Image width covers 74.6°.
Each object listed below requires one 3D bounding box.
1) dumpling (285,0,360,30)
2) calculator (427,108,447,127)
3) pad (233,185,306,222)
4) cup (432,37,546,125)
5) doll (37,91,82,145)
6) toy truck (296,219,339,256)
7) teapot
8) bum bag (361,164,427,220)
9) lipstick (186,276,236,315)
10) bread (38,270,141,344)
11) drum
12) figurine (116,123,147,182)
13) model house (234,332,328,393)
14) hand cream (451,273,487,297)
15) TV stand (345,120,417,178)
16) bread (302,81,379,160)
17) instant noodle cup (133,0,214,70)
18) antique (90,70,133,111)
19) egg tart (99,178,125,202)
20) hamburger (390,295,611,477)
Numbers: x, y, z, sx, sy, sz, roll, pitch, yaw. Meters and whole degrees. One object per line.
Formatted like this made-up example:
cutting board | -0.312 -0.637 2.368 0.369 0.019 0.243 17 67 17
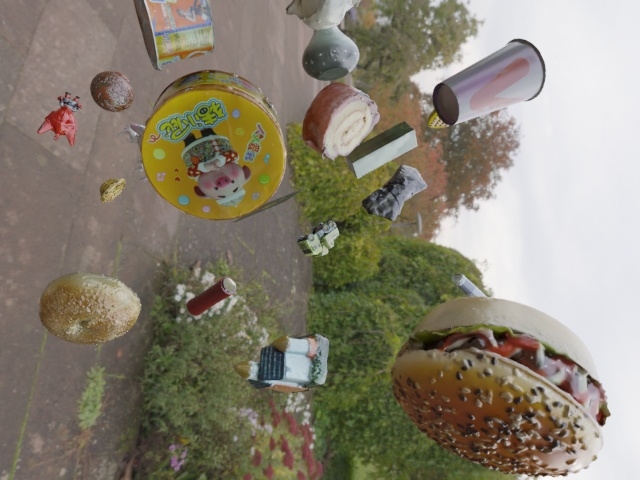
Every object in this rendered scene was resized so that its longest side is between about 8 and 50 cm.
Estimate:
dumpling | 0.015 -0.508 0.902 0.127 0.188 0.108 -10 98 -41
calculator | 0.503 -0.503 1.630 0.235 0.146 0.032 131 -47 -68
pad | -0.220 -0.163 2.080 0.375 0.315 0.063 -29 92 -39
cup | 0.505 -0.470 1.293 0.203 0.288 0.203 62 -10 20
doll | -0.859 -0.413 1.408 0.057 0.109 0.169 9 -100 61
toy truck | 0.000 0.000 1.754 0.191 0.085 0.116 -36 105 -38
teapot | 0.019 -0.647 1.328 0.183 0.183 0.251 -13 93 -78
bum bag | 0.311 -0.195 1.709 0.340 0.144 0.095 -41 163 -32
lipstick | -0.440 0.227 1.689 0.080 0.241 0.080 37 36 -34
bread | -0.747 0.230 1.353 0.159 0.305 0.305 -96 172 -46
drum | -0.314 -0.287 1.280 0.214 0.431 0.431 -107 -177 -55
figurine | -0.533 -0.325 1.462 0.284 0.315 0.206 -172 -106 -70
model house | -0.150 0.405 1.400 0.291 0.253 0.184 16 61 -36
hand cream | 0.639 0.222 1.756 0.255 0.079 0.048 38 63 -28
TV stand | 0.234 -0.351 1.621 0.083 0.269 0.088 60 -3 42
bread | 0.051 -0.368 1.316 0.244 0.123 0.190 -50 140 -4
instant noodle cup | -0.509 -0.766 1.468 0.296 0.214 0.296 51 -30 44
antique | -0.519 -0.369 1.048 0.104 0.104 0.104 -5 90 -78
egg tart | -0.843 -0.206 1.688 0.049 0.129 0.129 40 20 -5
hamburger | 0.245 0.221 0.613 0.176 0.300 0.300 -55 143 -39
